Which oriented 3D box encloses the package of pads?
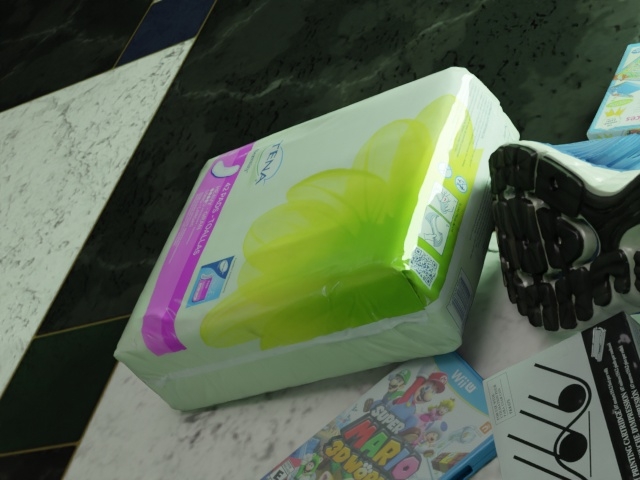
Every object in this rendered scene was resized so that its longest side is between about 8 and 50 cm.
[{"bbox_3d":[0.000,0.000,0.954,0.297,0.101,0.229,-16,38,37],"label":"package of pads"}]

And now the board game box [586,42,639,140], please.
[{"bbox_3d":[0.285,-0.112,0.894,0.154,0.026,0.103,-2,46,43],"label":"board game box"}]

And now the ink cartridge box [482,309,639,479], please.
[{"bbox_3d":[0.152,0.146,0.633,0.097,0.046,0.207,-31,43,26],"label":"ink cartridge box"}]

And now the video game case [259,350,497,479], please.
[{"bbox_3d":[0.044,0.145,0.817,0.166,0.015,0.119,-39,32,-2],"label":"video game case"}]

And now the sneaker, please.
[{"bbox_3d":[0.223,-0.011,0.758,0.147,0.129,0.330,-12,9,-24],"label":"sneaker"}]
